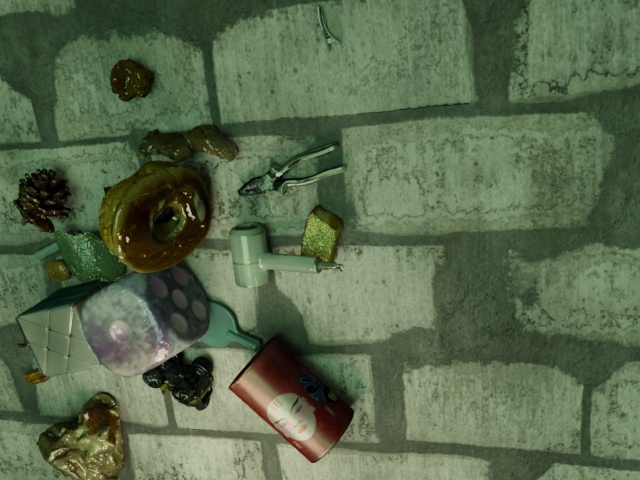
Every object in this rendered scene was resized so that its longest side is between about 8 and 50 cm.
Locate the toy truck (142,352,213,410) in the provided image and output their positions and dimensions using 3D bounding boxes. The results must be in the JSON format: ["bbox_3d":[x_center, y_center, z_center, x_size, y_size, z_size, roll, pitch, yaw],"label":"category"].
[{"bbox_3d":[-0.457,0.454,1.974,0.224,0.147,0.165,22,134,11],"label":"toy truck"}]

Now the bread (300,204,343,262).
[{"bbox_3d":[0.000,0.000,1.731,0.103,0.065,0.187,21,111,15],"label":"bread"}]

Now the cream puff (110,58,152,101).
[{"bbox_3d":[-0.529,-0.450,1.719,0.122,0.094,0.116,6,107,38],"label":"cream puff"}]

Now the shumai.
[{"bbox_3d":[-0.769,0.680,2.129,0.262,0.267,0.314,-50,120,-5],"label":"shumai"}]

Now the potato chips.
[{"bbox_3d":[-0.735,0.050,1.941,0.228,0.059,0.167,5,99,6],"label":"potato chips"}]

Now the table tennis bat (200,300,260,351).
[{"bbox_3d":[-0.297,0.281,1.919,0.244,0.040,0.153,24,112,11],"label":"table tennis bat"}]

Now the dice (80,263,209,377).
[{"bbox_3d":[-0.516,0.226,1.823,0.270,0.271,0.270,-28,93,22],"label":"dice"}]

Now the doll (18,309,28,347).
[{"bbox_3d":[-0.955,0.313,2.107,0.165,0.057,0.139,11,107,7],"label":"doll"}]

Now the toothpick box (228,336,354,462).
[{"bbox_3d":[-0.087,0.475,1.832,0.333,0.204,0.204,41,113,-1],"label":"toothpick box"}]

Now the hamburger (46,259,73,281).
[{"bbox_3d":[-0.856,0.099,2.013,0.083,0.044,0.076,-17,101,23],"label":"hamburger"}]

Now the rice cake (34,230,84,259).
[{"bbox_3d":[-0.850,0.015,1.989,0.207,0.033,0.033,-23,107,21],"label":"rice cake"}]

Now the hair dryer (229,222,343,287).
[{"bbox_3d":[-0.092,0.049,1.718,0.357,0.107,0.173,4,110,27],"label":"hair dryer"}]

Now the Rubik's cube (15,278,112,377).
[{"bbox_3d":[-0.770,0.273,1.946,0.231,0.224,0.221,-13,105,18],"label":"Rubik's cube"}]

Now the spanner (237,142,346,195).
[{"bbox_3d":[-0.088,-0.184,1.705,0.324,0.040,0.096,-18,103,19],"label":"spanner"}]

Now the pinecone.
[{"bbox_3d":[-0.849,-0.125,1.876,0.179,0.150,0.195,33,118,35],"label":"pinecone"}]

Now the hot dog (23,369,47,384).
[{"bbox_3d":[-1.007,0.485,2.188,0.133,0.041,0.056,-17,102,28],"label":"hot dog"}]

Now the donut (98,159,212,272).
[{"bbox_3d":[-0.457,-0.075,1.695,0.160,0.330,0.330,33,115,29],"label":"donut"}]

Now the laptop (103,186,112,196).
[{"bbox_3d":[-0.589,-0.064,1.896,0.154,0.026,0.207,3,109,13],"label":"laptop"}]

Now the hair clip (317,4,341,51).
[{"bbox_3d":[0.018,-0.544,1.565,0.039,0.030,0.115,-20,104,1],"label":"hair clip"}]

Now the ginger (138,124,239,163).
[{"bbox_3d":[-0.372,-0.270,1.727,0.290,0.122,0.084,3,140,12],"label":"ginger"}]
